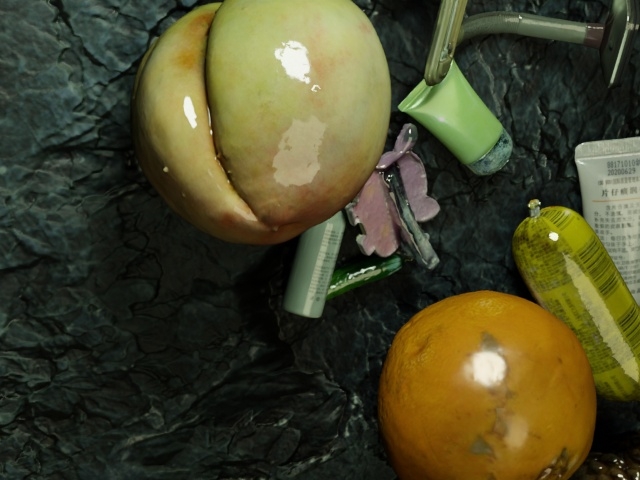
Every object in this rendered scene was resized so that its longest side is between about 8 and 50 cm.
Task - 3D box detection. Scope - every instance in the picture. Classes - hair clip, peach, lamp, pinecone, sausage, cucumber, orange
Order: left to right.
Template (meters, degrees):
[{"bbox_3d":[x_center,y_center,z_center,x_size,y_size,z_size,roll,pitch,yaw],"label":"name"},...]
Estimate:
[{"bbox_3d":[-0.063,-0.132,1.254,0.292,0.292,0.247,-47,154,5],"label":"peach"},{"bbox_3d":[0.045,0.047,1.576,0.168,0.039,0.039,-23,125,-9],"label":"cucumber"},{"bbox_3d":[0.100,-0.039,1.530,0.146,0.056,0.187,-42,121,-26],"label":"hair clip"},{"bbox_3d":[0.223,0.220,1.608,0.312,0.312,0.312,-12,122,-20],"label":"orange"},{"bbox_3d":[0.262,-0.292,1.420,0.283,0.124,0.203,0,130,-12],"label":"lamp"},{"bbox_3d":[0.378,0.091,1.671,0.123,0.123,0.347,-33,101,-6],"label":"sausage"},{"bbox_3d":[0.509,0.418,1.912,0.257,0.243,0.243,-37,132,-36],"label":"pinecone"}]

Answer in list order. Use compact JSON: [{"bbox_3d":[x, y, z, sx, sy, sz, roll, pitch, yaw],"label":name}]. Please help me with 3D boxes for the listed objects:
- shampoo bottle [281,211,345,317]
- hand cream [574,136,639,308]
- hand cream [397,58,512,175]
[{"bbox_3d":[0.000,0.000,1.510,0.056,0.056,0.195,11,99,-31],"label":"shampoo bottle"},{"bbox_3d":[0.433,-0.005,1.713,0.140,0.089,0.314,-4,121,-1],"label":"hand cream"},{"bbox_3d":[0.184,-0.154,1.529,0.095,0.046,0.175,-46,121,4],"label":"hand cream"}]
